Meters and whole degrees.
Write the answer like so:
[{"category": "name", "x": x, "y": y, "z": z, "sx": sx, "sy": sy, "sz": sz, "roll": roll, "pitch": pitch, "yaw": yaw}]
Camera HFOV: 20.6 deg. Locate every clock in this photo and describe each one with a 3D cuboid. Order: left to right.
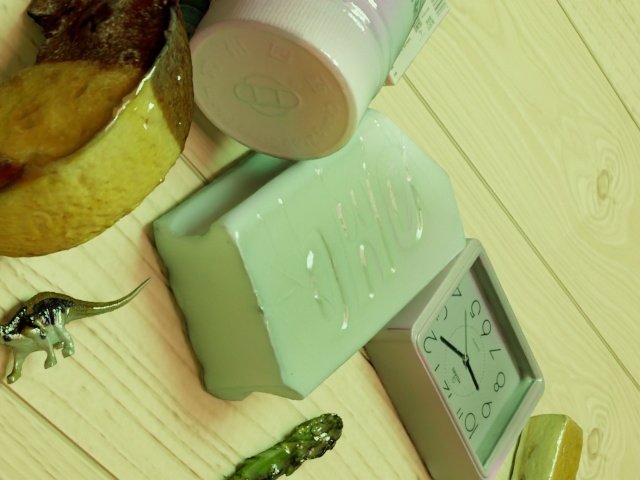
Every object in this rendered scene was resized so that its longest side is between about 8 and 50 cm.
[{"category": "clock", "x": 0.129, "y": 0.112, "z": 1.648, "sx": 0.150, "sy": 0.063, "sz": 0.197, "roll": -52, "pitch": 128, "yaw": -38}]

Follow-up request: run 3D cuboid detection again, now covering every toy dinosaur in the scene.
[{"category": "toy dinosaur", "x": -0.193, "y": 0.066, "z": 1.256, "sx": 0.180, "sy": 0.037, "sz": 0.058, "roll": -16, "pitch": 106, "yaw": -50}]

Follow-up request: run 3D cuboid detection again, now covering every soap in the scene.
[{"category": "soap", "x": 0.000, "y": 0.000, "z": 1.460, "sx": 0.289, "sy": 0.095, "sz": 0.173, "roll": -39, "pitch": 119, "yaw": -46}]

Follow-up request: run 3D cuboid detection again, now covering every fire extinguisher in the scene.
[{"category": "fire extinguisher", "x": -0.109, "y": -0.158, "z": 1.383, "sx": 0.038, "sy": 0.025, "sz": 0.083, "roll": 66, "pitch": 38, "yaw": -59}]

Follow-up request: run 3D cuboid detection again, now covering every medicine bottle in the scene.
[{"category": "medicine bottle", "x": 0.005, "y": -0.200, "z": 1.414, "sx": 0.152, "sy": 0.152, "sz": 0.254, "roll": 57, "pitch": 43, "yaw": -34}]

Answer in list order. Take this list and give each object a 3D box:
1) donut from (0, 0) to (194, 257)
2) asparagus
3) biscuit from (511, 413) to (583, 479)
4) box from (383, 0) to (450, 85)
[{"category": "donut", "x": -0.150, "y": -0.101, "z": 1.236, "sx": 0.112, "sy": 0.151, "sz": 0.295, "roll": 59, "pitch": 45, "yaw": -46}, {"category": "asparagus", "x": -0.028, "y": 0.182, "z": 1.471, "sx": 0.165, "sy": 0.030, "sz": 0.036, "roll": -27, "pitch": 100, "yaw": -49}, {"category": "biscuit", "x": 0.214, "y": 0.266, "z": 1.759, "sx": 0.052, "sy": 0.056, "sz": 0.188, "roll": 38, "pitch": 61, "yaw": -42}, {"category": "box", "x": 0.061, "y": -0.208, "z": 1.587, "sx": 0.125, "sy": 0.043, "sz": 0.089, "roll": -54, "pitch": 129, "yaw": -38}]
